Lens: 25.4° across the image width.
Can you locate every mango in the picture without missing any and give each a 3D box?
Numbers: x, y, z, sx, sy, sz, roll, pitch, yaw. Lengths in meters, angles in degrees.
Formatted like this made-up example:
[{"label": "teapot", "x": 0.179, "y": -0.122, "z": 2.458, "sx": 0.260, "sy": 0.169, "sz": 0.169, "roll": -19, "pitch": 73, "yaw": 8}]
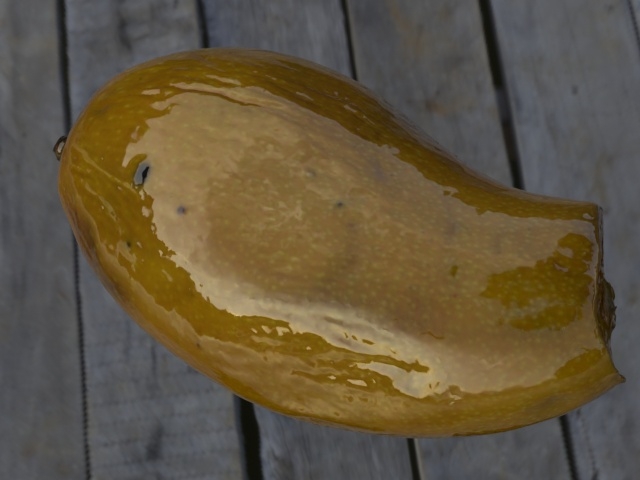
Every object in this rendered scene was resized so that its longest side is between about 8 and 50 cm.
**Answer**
[{"label": "mango", "x": 0.000, "y": 0.004, "z": 0.783, "sx": 0.359, "sy": 0.144, "sz": 0.187, "roll": 29, "pitch": 80, "yaw": 25}]
